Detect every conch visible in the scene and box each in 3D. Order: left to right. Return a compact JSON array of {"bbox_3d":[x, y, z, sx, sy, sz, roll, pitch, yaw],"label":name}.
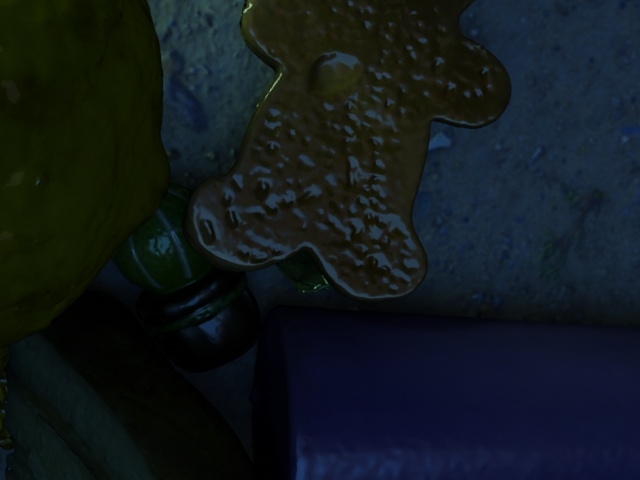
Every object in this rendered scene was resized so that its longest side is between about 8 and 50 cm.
[{"bbox_3d":[0.000,0.000,1.114,0.121,0.074,0.089,39,89,-20],"label":"conch"}]

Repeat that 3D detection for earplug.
[{"bbox_3d":[0.176,0.161,1.124,0.456,0.215,0.215,1,107,-10],"label":"earplug"}]

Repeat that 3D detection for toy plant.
[{"bbox_3d":[-0.114,0.021,1.100,0.093,0.093,0.162,-26,109,2],"label":"toy plant"}]

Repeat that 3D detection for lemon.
[{"bbox_3d":[-0.285,-0.098,0.917,0.387,0.350,0.349,18,105,0],"label":"lemon"}]

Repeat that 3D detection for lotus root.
[{"bbox_3d":[-0.122,0.200,1.048,0.149,0.260,0.267,-16,124,-37],"label":"lotus root"}]

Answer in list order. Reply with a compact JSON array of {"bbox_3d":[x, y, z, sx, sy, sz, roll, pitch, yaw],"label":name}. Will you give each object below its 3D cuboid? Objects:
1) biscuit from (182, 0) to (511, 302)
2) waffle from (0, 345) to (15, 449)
[{"bbox_3d":[0.035,-0.123,1.067,0.216,0.047,0.339,16,88,-9],"label":"biscuit"},{"bbox_3d":[-0.318,0.104,1.114,0.197,0.070,0.193,28,103,-14],"label":"waffle"}]
